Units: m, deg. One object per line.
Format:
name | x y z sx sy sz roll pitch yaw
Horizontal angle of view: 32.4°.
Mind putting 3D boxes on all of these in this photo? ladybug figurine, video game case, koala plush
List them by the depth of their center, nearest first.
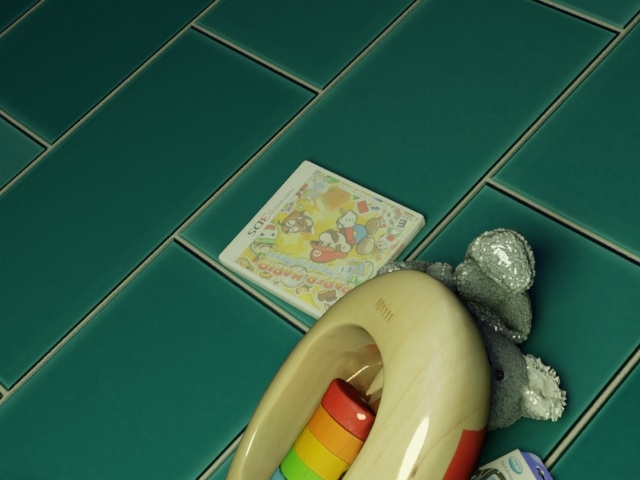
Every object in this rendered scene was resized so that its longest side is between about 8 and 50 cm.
ladybug figurine | 0.040 0.246 1.208 0.449 0.162 0.305 -56 31 12
koala plush | 0.194 0.127 1.333 0.196 0.203 0.221 -19 71 15
video game case | 0.000 0.000 1.565 0.227 0.026 0.206 28 67 33

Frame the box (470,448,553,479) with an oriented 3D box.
box | 0.202 0.300 1.272 0.136 0.028 0.081 -24 50 -3
